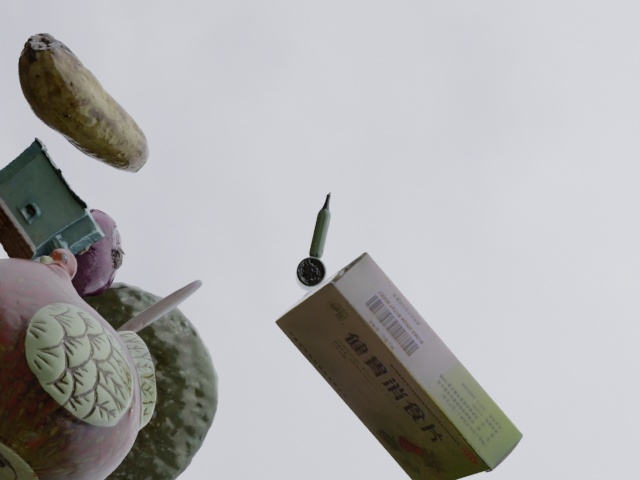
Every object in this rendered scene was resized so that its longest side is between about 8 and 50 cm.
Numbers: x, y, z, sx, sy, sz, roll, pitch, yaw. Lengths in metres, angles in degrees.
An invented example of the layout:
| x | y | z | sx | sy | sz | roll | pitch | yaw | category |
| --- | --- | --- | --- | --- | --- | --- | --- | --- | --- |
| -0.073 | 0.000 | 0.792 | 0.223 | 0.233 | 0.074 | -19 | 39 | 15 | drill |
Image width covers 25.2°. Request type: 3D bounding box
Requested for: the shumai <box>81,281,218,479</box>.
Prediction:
| x | y | z | sx | sy | sz | roll | pitch | yaw | category |
| --- | --- | --- | --- | --- | --- | --- | --- | --- | --- |
| -0.342 | 0.246 | 2.172 | 0.324 | 0.397 | 0.323 | 40 | -2 | -3 | shumai |

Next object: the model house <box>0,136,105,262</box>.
| x | y | z | sx | sy | sz | roll | pitch | yaw | category |
| --- | --- | --- | --- | --- | --- | --- | --- | --- | --- |
| -0.359 | -0.027 | 1.724 | 0.148 | 0.148 | 0.119 | 57 | -7 | 5 | model house |

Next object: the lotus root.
| x | y | z | sx | sy | sz | roll | pitch | yaw | category |
| --- | --- | --- | --- | --- | --- | --- | --- | --- | --- |
| -0.329 | -0.178 | 1.976 | 0.110 | 0.097 | 0.258 | 24 | -18 | 51 | lotus root |

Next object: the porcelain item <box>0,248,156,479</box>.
| x | y | z | sx | sy | sz | roll | pitch | yaw | category |
| --- | --- | --- | --- | --- | --- | --- | --- | --- | --- |
| -0.271 | 0.112 | 1.357 | 0.253 | 0.253 | 0.253 | 32 | -50 | 47 | porcelain item |

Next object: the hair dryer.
| x | y | z | sx | sy | sz | roll | pitch | yaw | category |
| --- | --- | --- | --- | --- | --- | --- | --- | --- | --- |
| 0.000 | 0.000 | 2.104 | 0.071 | 0.047 | 0.150 | 103 | 1 | -81 | hair dryer |

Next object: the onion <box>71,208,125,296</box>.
| x | y | z | sx | sy | sz | roll | pitch | yaw | category |
| --- | --- | --- | --- | --- | --- | --- | --- | --- | --- |
| -0.303 | 0.015 | 1.830 | 0.104 | 0.115 | 0.115 | 10 | -63 | 20 | onion |

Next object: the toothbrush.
| x | y | z | sx | sy | sz | roll | pitch | yaw | category |
| --- | --- | --- | --- | --- | --- | --- | --- | --- | --- |
| -0.285 | 0.142 | 1.910 | 0.029 | 0.307 | 0.025 | 57 | -1 | 19 | toothbrush |

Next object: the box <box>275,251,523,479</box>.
| x | y | z | sx | sy | sz | roll | pitch | yaw | category |
| --- | --- | --- | --- | --- | --- | --- | --- | --- | --- |
| 0.081 | 0.148 | 1.553 | 0.260 | 0.062 | 0.175 | 50 | -28 | -1 | box |
